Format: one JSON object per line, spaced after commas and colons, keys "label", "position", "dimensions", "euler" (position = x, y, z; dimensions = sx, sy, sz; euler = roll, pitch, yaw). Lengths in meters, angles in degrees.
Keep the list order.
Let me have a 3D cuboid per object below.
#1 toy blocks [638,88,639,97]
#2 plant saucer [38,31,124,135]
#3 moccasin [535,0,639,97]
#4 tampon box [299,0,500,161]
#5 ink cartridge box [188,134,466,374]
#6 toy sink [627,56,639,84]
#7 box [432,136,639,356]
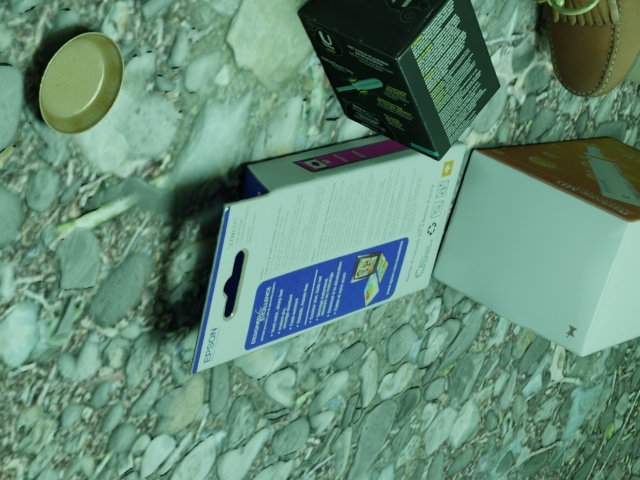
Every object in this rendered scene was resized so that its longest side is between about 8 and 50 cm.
{"label": "toy blocks", "position": [0.472, -0.256, 1.845], "dimensions": [0.148, 0.054, 0.123], "euler": [-54, 147, -11]}
{"label": "plant saucer", "position": [-0.186, -0.121, 1.075], "dimensions": [0.083, 0.015, 0.083], "euler": [-34, 139, -36]}
{"label": "moccasin", "position": [0.267, -0.307, 1.448], "dimensions": [0.147, 0.139, 0.380], "euler": [-34, 142, -27]}
{"label": "tampon box", "position": [0.076, -0.174, 1.298], "dimensions": [0.101, 0.120, 0.161], "euler": [-51, 146, -15]}
{"label": "ink cartridge box", "position": [0.000, 0.000, 1.380], "dimensions": [0.371, 0.069, 0.175], "euler": [-19, 129, -50]}
{"label": "toy sink", "position": [0.454, -0.309, 1.706], "dimensions": [0.234, 0.131, 0.153], "euler": [-56, 148, -9]}
{"label": "box", "position": [0.333, -0.005, 1.697], "dimensions": [0.345, 0.215, 0.168], "euler": [-10, 122, -51]}
